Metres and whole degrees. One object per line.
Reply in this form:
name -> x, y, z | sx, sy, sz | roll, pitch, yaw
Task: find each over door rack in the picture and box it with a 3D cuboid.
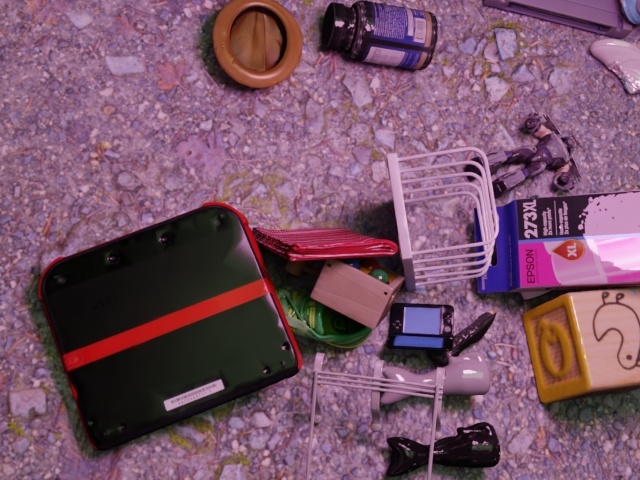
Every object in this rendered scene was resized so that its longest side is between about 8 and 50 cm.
over door rack -> 0.087, 0.371, 1.710 | 0.240, 0.108, 0.324 | 6, 83, 11

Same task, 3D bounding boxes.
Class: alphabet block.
alphabet block -> 0.535, 0.202, 1.893 | 0.197, 0.193, 0.192 | -5, 73, -19

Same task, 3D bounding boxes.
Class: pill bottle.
pill bottle -> 0.119, -0.422, 1.997 | 0.219, 0.123, 0.122 | 6, 71, -16

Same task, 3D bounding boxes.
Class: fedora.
fedora -> -0.129, -0.385, 1.931 | 0.194, 0.079, 0.194 | 3, 78, -16

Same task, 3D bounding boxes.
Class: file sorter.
file sorter -> 0.224, -0.036, 1.799 | 0.173, 0.277, 0.192 | -8, 75, 4

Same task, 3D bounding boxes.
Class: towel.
towel -> 0.000, 0.000, 1.750 | 0.199, 0.275, 0.031 | -2, 98, -19

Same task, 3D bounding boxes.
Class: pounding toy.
pounding toy -> 0.041, 0.056, 1.761 | 0.206, 0.181, 0.094 | 27, 103, 10

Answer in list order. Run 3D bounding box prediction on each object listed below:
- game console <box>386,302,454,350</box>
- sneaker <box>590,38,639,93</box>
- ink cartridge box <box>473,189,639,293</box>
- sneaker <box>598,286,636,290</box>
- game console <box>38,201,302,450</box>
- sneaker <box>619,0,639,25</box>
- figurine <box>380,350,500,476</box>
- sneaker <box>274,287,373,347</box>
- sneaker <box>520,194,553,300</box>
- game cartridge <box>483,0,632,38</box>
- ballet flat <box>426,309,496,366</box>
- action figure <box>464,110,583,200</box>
game console -> 0.189, 0.162, 1.840 | 0.122, 0.071, 0.107 | 2, 70, 9
sneaker -> 0.695, -0.378, 2.196 | 0.212, 0.080, 0.094 | 23, 79, -11
ink cartridge box -> 0.478, 0.003, 1.860 | 0.371, 0.069, 0.175 | -4, 79, 17
sneaker -> 0.645, 0.121, 1.991 | 0.079, 0.121, 0.217 | -35, 86, -23
game console -> -0.265, 0.137, 1.690 | 0.387, 0.060, 0.342 | -21, 83, -6
sneaker -> 0.789, -0.539, 2.216 | 0.262, 0.125, 0.104 | -13, 88, -45
figurine -> 0.211, 0.321, 1.803 | 0.209, 0.092, 0.214 | -5, 83, -14
sneaker -> -0.040, 0.130, 1.771 | 0.296, 0.123, 0.109 | 6, 72, -15
sneaker -> 0.490, -0.021, 1.994 | 0.295, 0.124, 0.178 | -29, 93, -22
game cartridge -> 0.541, -0.601, 2.224 | 0.355, 0.068, 0.230 | 10, 66, -14
ballet flat -> 0.278, 0.181, 1.895 | 0.173, 0.057, 0.049 | -33, 56, -27
action figure -> 0.447, -0.169, 2.036 | 0.285, 0.099, 0.185 | -23, 72, -27
